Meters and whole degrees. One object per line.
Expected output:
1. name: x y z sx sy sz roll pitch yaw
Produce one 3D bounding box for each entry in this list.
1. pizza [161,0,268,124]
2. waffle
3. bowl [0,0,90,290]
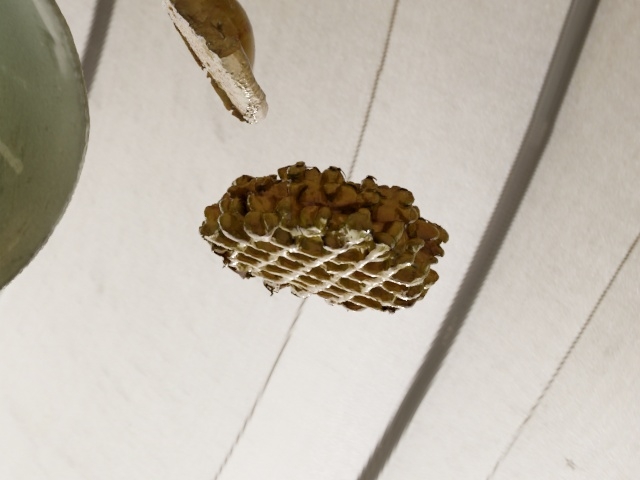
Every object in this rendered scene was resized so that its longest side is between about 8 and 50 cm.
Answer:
1. pizza: -0.112 -0.241 1.181 0.081 0.204 0.188 -34 -92 -5
2. waffle: 0.000 0.000 0.819 0.197 0.193 0.070 -4 -116 36
3. bowl: -0.401 -0.117 0.709 0.435 0.435 0.196 -36 -132 6
